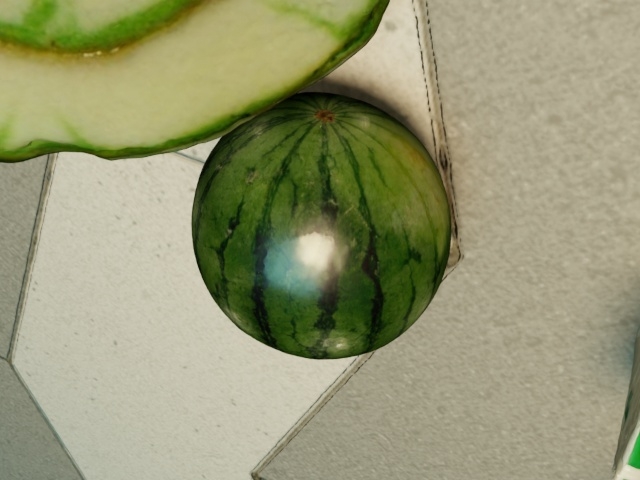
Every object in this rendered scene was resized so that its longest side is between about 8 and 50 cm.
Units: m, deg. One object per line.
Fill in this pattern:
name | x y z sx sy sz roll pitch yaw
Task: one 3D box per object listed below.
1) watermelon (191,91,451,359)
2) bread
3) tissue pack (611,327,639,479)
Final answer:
watermelon | 0.000 0.000 0.567 0.187 0.188 0.215 17 131 18
bread | -0.134 -0.198 0.389 0.366 0.129 0.382 -34 143 23
tissue pack | 0.315 0.092 0.489 0.208 0.148 0.156 15 134 20
